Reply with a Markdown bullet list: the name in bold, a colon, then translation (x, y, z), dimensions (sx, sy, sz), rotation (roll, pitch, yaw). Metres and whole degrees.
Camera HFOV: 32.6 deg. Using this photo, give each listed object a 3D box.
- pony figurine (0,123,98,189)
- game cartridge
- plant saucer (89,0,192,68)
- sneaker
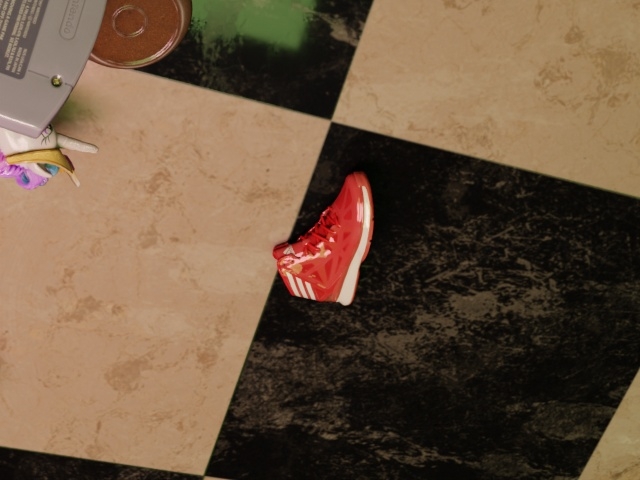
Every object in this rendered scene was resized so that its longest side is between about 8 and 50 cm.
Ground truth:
- **pony figurine**: translation (-0.464, -0.190, 1.290), dimensions (0.351, 0.303, 0.364), rotation (-23, 110, -28)
- **game cartridge**: translation (-0.341, -0.269, 1.210), dimensions (0.198, 0.062, 0.297), rotation (21, 70, -24)
- **plant saucer**: translation (-0.245, -0.284, 1.394), dimensions (0.168, 0.029, 0.168), rotation (-9, 133, -10)
- **sneaker**: translation (0.000, 0.000, 1.592), dimensions (0.128, 0.087, 0.221), rotation (2, 118, -13)
